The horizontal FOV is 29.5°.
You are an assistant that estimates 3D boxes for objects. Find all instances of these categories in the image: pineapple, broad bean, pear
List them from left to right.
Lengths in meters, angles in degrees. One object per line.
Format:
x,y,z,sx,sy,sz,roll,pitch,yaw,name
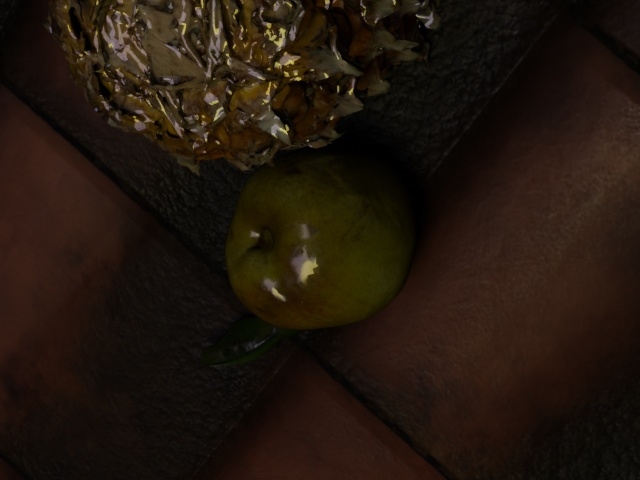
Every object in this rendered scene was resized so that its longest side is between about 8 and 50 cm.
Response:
-0.065,-0.231,1.091,0.352,0.300,0.352,10,119,18,pineapple
-0.060,0.095,1.373,0.061,0.046,0.195,52,121,14,broad bean
0.000,0.000,1.216,0.200,0.200,0.200,11,116,24,pear
